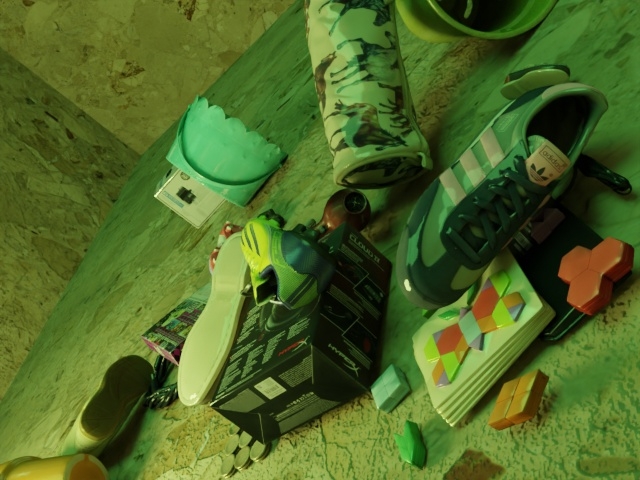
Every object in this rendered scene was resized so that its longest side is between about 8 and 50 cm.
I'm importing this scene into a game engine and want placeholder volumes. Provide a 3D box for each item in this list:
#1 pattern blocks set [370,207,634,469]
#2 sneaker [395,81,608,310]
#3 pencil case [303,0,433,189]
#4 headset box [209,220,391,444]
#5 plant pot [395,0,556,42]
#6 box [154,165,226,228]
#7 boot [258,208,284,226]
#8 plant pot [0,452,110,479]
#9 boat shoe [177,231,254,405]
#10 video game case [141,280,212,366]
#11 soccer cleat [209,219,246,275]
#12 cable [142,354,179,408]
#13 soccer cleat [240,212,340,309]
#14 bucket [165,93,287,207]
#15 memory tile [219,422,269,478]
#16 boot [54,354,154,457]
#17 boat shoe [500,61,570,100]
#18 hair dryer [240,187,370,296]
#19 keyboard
[{"bbox_3d":[0.177,0.101,0.821,0.325,0.026,0.285,-55,21,6],"label":"pattern blocks set"},{"bbox_3d":[0.202,-0.060,0.814,0.319,0.112,0.131,-55,13,-16],"label":"sneaker"},{"bbox_3d":[0.080,-0.278,1.250,0.183,0.160,0.410,-24,65,34],"label":"pencil case"},{"bbox_3d":[-0.019,0.122,1.076,0.218,0.110,0.293,-36,23,33],"label":"headset box"},{"bbox_3d":[0.261,-0.479,1.335,0.276,0.276,0.254,-53,10,-6],"label":"plant pot"},{"bbox_3d":[-0.318,-0.195,2.072,0.290,0.169,0.087,-44,23,15],"label":"box"},{"bbox_3d":[-0.132,-0.025,1.629,0.106,0.037,0.114,-44,23,-6],"label":"boot"},{"bbox_3d":[-0.505,0.490,1.367,0.188,0.205,0.205,-26,30,18],"label":"plant pot"},{"bbox_3d":[-0.164,0.150,1.330,0.116,0.096,0.324,4,71,41],"label":"boat shoe"},{"bbox_3d":[-0.246,0.158,1.481,0.210,0.042,0.232,-38,17,-22],"label":"video game case"},{"bbox_3d":[-0.201,0.041,1.607,0.248,0.083,0.095,-93,17,-64],"label":"soccer cleat"},{"bbox_3d":[-0.311,0.275,1.496,0.184,0.047,0.151,-15,42,55],"label":"cable"},{"bbox_3d":[-0.072,0.034,1.048,0.121,0.093,0.289,-54,21,-10],"label":"soccer cleat"},{"bbox_3d":[-0.245,-0.223,1.858,0.183,0.281,0.281,-58,22,3],"label":"bucket"},{"bbox_3d":[-0.108,0.291,1.130,0.113,0.012,0.148,-37,27,31],"label":"memory tile"},{"bbox_3d":[-0.465,0.380,1.559,0.203,0.095,0.262,-54,7,30],"label":"boot"},{"bbox_3d":[0.324,-0.244,1.088,0.043,0.049,0.137,-55,18,-14],"label":"boat shoe"},{"bbox_3d":[0.000,0.000,1.233,0.293,0.080,0.223,-45,1,45],"label":"hair dryer"},{"bbox_3d":[0.274,-0.026,0.867,0.201,0.033,0.317,-52,22,15],"label":"keyboard"}]
